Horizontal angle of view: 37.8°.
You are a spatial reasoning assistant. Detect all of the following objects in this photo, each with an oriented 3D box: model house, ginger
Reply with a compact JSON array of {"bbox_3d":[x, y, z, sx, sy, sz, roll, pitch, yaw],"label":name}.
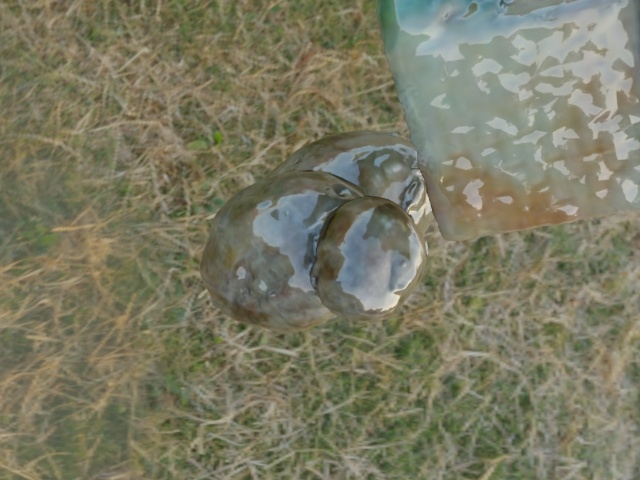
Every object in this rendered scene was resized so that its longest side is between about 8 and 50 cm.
[{"bbox_3d":[0.219,-0.172,0.722,0.312,0.280,0.245,-73,148,-51],"label":"model house"},{"bbox_3d":[0.000,0.000,0.870,0.304,0.245,0.155,-72,145,-70],"label":"ginger"}]
